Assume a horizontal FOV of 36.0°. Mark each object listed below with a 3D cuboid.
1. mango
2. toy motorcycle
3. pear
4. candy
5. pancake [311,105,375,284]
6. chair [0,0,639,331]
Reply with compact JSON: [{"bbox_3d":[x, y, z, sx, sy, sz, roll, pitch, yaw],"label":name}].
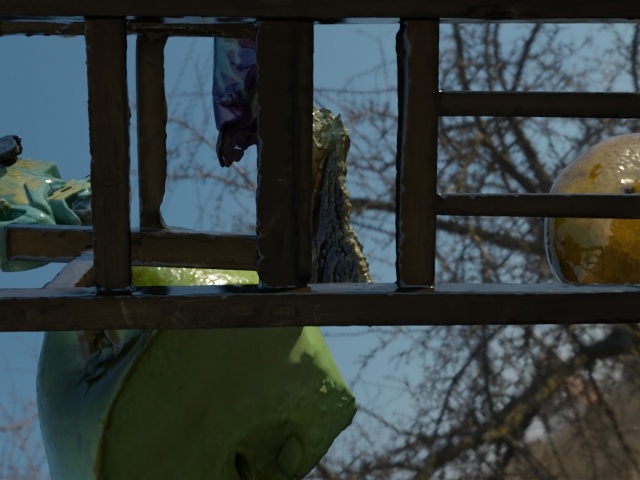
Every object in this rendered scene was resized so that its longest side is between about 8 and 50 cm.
[{"bbox_3d":[0.290,-0.010,0.784,0.294,0.177,0.120,7,-41,-42],"label":"mango"},{"bbox_3d":[-0.367,-0.024,1.106,0.198,0.296,0.109,-50,-41,-43],"label":"toy motorcycle"},{"bbox_3d":[-0.135,0.124,0.814,0.286,0.176,0.282,-49,-46,-25],"label":"pear"},{"bbox_3d":[-0.040,-0.206,0.841,0.145,0.070,0.275,-39,-40,-60],"label":"candy"},{"bbox_3d":[0.000,0.000,1.169,0.057,0.244,0.266,-1,-56,-32],"label":"pancake"},{"bbox_3d":[-0.012,-0.060,0.603,0.240,0.415,0.203,-115,25,-82],"label":"chair"}]
